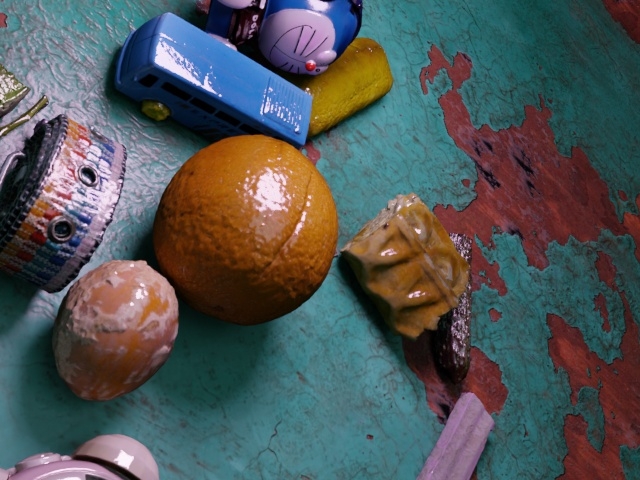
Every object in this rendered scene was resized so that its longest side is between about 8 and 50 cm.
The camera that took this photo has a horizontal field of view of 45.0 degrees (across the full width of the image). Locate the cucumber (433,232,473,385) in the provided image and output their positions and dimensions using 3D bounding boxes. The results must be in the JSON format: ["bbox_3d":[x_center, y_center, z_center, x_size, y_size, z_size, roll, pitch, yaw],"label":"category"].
[{"bbox_3d":[0.313,0.162,1.830,0.096,0.096,0.359,22,63,-32],"label":"cucumber"}]

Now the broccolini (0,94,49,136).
[{"bbox_3d":[-0.534,-0.183,1.297,0.044,0.042,0.218,44,44,-16],"label":"broccolini"}]

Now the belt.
[{"bbox_3d":[-0.426,-0.076,1.221,0.160,0.207,0.295,30,58,-30],"label":"belt"}]

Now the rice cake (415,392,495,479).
[{"bbox_3d":[0.301,0.477,1.715,0.106,0.050,0.298,52,48,-12],"label":"rice cake"}]

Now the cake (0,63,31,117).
[{"bbox_3d":[-0.597,-0.281,1.230,0.235,0.100,0.099,44,50,-19],"label":"cake"}]

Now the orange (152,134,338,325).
[{"bbox_3d":[-0.128,-0.027,1.384,0.322,0.322,0.357,35,47,-24],"label":"orange"}]

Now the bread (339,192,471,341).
[{"bbox_3d":[0.192,0.049,1.699,0.252,0.196,0.238,48,48,-11],"label":"bread"}]

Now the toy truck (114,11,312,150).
[{"bbox_3d":[-0.205,-0.292,1.523,0.385,0.162,0.161,25,59,-30],"label":"toy truck"}]

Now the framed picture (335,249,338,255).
[{"bbox_3d":[0.000,0.000,1.683,0.066,0.006,0.089,-24,90,-43],"label":"framed picture"}]

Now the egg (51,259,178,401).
[{"bbox_3d":[-0.326,0.143,1.230,0.195,0.195,0.233,22,77,-32],"label":"egg"}]

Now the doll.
[{"bbox_3d":[-0.069,-0.463,1.574,0.310,0.284,0.240,11,64,-14],"label":"doll"}]

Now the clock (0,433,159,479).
[{"bbox_3d":[-0.367,0.455,1.085,0.342,0.184,0.326,-2,70,-46],"label":"clock"}]

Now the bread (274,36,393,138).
[{"bbox_3d":[0.041,-0.367,1.791,0.383,0.112,0.166,-35,96,-43],"label":"bread"}]
